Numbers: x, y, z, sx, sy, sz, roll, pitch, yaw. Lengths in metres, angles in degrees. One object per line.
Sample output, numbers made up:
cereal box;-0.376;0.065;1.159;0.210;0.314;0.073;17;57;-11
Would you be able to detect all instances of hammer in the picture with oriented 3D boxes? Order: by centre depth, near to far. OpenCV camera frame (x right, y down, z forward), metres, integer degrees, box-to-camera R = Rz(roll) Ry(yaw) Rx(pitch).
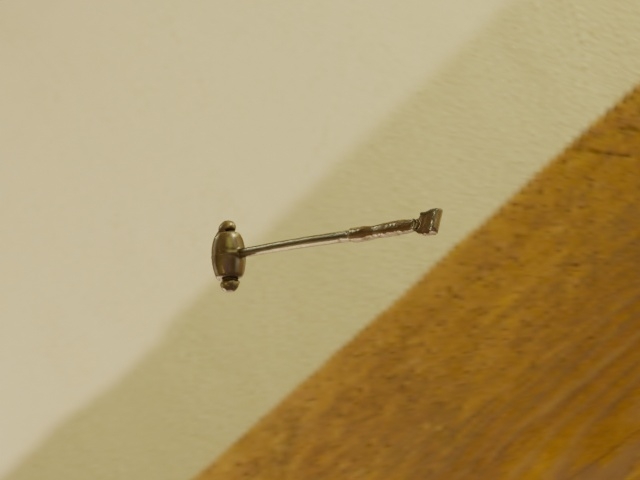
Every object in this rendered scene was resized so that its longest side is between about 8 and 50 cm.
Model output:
hammer;0.000;0.000;0.736;0.123;0.014;0.029;-10;-100;47
